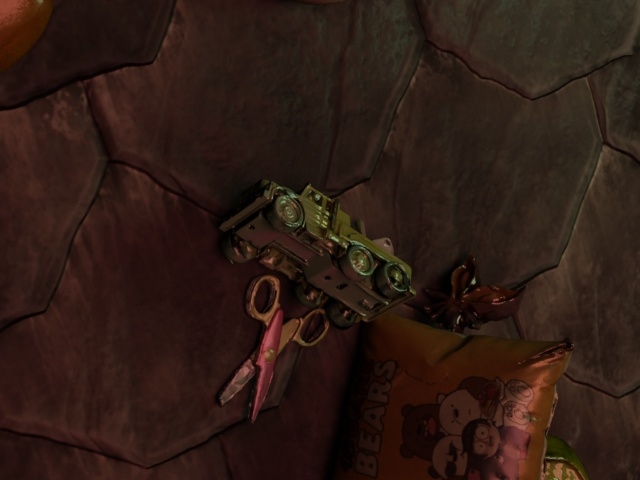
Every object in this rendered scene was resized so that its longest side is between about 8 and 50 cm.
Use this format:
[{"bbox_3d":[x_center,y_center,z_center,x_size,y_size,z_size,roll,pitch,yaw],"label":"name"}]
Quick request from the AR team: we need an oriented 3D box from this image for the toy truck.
[{"bbox_3d":[-0.003,0.001,1.714,0.259,0.128,0.135,29,49,-28],"label":"toy truck"}]

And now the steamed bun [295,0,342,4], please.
[{"bbox_3d":[-0.020,-0.400,1.653,0.228,0.131,0.177,39,74,-23],"label":"steamed bun"}]

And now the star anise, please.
[{"bbox_3d":[0.222,0.166,1.855,0.218,0.148,0.227,-68,154,-44],"label":"star anise"}]

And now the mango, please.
[{"bbox_3d":[-0.407,-0.243,1.474,0.227,0.099,0.136,-33,113,-14],"label":"mango"}]

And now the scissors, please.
[{"bbox_3d":[-0.072,0.148,1.728,0.133,0.020,0.187,33,76,-23],"label":"scissors"}]

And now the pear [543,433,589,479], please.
[{"bbox_3d":[0.257,0.387,1.852,0.238,0.164,0.255,24,77,-19],"label":"pear"}]

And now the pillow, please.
[{"bbox_3d":[0.163,0.256,1.734,0.119,0.312,0.310,12,88,-64],"label":"pillow"}]
